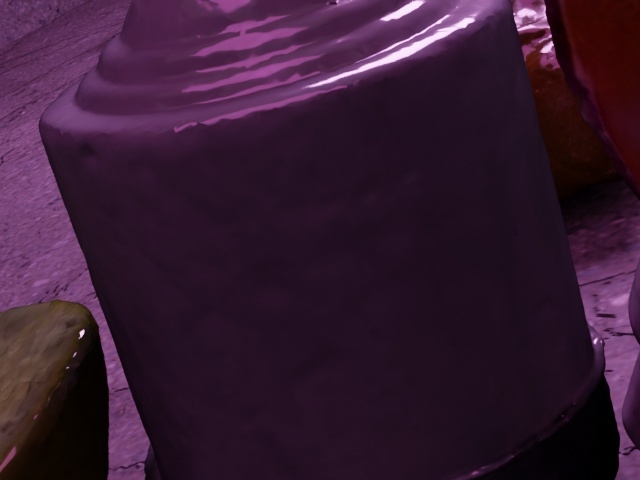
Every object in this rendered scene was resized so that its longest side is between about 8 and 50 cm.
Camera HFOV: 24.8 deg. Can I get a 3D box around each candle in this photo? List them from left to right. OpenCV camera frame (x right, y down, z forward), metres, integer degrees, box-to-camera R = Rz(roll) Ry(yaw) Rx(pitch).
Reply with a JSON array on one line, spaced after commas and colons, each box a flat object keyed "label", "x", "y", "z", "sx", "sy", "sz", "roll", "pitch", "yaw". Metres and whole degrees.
[{"label": "candle", "x": 0.000, "y": 0.000, "z": 0.647, "sx": 0.221, "sy": 0.342, "sz": 0.221, "roll": -16, "pitch": 19, "yaw": 6}]

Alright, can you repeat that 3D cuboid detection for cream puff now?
[{"label": "cream puff", "x": 0.137, "y": -0.114, "z": 1.050, "sx": 0.269, "sy": 0.155, "sz": 0.241, "roll": -3, "pitch": 29, "yaw": 42}]

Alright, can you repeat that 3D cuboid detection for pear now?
[{"label": "pear", "x": -0.164, "y": 0.139, "z": 0.679, "sx": 0.239, "sy": 0.139, "sz": 0.288, "roll": -41, "pitch": 17, "yaw": 22}]

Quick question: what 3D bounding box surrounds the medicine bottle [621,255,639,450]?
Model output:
[{"label": "medicine bottle", "x": 0.185, "y": -0.017, "z": 0.589, "sx": 0.095, "sy": 0.260, "sz": 0.095, "roll": 7, "pitch": 34, "yaw": -5}]

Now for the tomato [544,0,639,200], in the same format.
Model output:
[{"label": "tomato", "x": 0.277, "y": -0.157, "z": 0.808, "sx": 0.176, "sy": 0.289, "sz": 0.335, "roll": -3, "pitch": 25, "yaw": 39}]
